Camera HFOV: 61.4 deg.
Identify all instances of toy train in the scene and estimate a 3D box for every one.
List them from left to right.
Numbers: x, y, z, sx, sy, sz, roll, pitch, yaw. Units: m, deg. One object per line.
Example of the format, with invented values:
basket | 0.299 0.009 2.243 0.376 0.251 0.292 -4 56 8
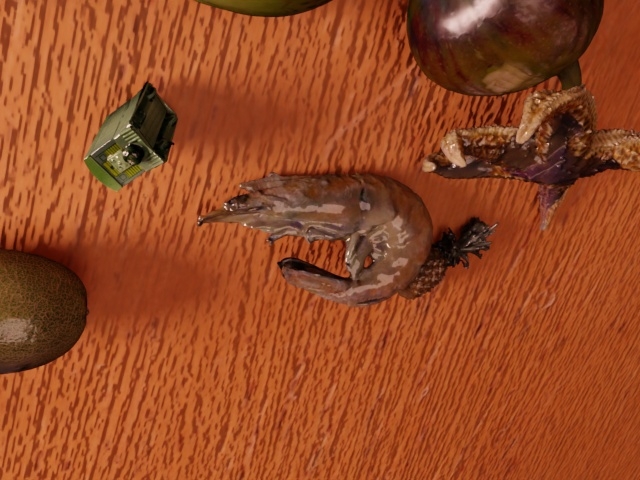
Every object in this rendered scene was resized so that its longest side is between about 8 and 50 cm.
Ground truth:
toy train | -0.138 -0.078 0.397 0.056 0.093 0.038 -30 124 13

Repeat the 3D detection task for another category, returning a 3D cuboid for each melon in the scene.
melon | -0.264 0.054 0.413 0.162 0.099 0.099 3 114 -18

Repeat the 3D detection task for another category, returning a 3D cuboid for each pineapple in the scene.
pineapple | 0.128 0.012 0.570 0.124 0.058 0.058 -30 123 -20

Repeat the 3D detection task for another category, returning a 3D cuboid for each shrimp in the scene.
shrimp | 0.000 0.000 0.496 0.223 0.047 0.126 0 93 -13

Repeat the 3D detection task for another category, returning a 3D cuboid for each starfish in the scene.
starfish | 0.217 -0.074 0.513 0.237 0.216 0.071 6 76 2

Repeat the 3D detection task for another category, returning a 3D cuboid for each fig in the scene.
fig | 0.179 -0.163 0.456 0.245 0.149 0.149 25 105 -40

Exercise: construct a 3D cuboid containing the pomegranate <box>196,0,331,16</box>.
pomegranate | -0.008 -0.235 0.327 0.240 0.159 0.190 -9 119 -21
